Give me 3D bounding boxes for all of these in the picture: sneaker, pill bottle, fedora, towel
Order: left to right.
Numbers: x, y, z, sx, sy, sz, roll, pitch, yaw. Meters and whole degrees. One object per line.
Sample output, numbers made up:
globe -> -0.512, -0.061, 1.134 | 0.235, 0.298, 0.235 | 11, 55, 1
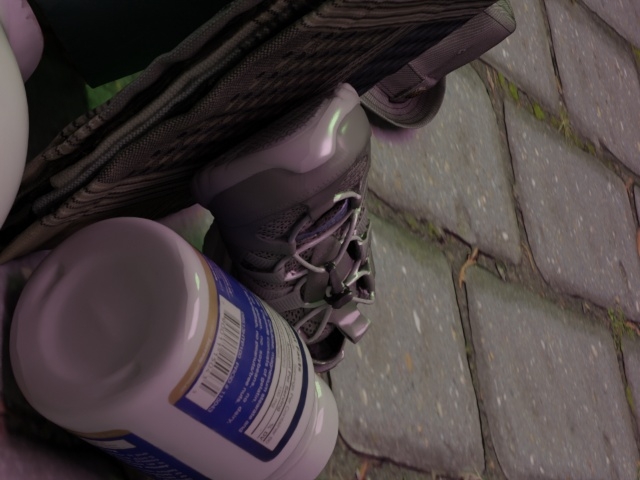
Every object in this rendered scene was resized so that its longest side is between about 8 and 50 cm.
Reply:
pill bottle -> -0.067, 0.073, 0.951 | 0.186, 0.112, 0.112 | 43, 37, -54
towel -> -0.013, -0.104, 0.963 | 0.056, 0.312, 0.324 | 57, 21, 3
sneaker -> 0.000, 0.000, 1.015 | 0.115, 0.105, 0.281 | 56, -9, 12
fedora -> 0.082, -0.222, 1.496 | 0.275, 0.124, 0.244 | 21, 55, -63

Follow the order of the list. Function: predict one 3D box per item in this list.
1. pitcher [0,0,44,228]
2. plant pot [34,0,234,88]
pitcher -> -0.188, -0.082, 0.748 | 0.207, 0.125, 0.178 | -86, 160, -56
plant pot -> -0.043, -0.249, 0.944 | 0.247, 0.252, 0.248 | 80, -4, -82
